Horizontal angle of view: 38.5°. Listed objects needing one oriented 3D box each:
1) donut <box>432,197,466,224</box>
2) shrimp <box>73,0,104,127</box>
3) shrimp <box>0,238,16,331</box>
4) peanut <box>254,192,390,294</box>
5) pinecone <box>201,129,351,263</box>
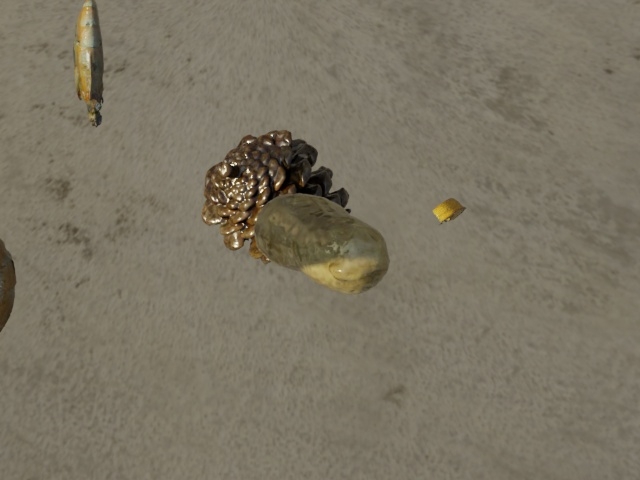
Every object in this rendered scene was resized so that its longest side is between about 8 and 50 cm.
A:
[{"bbox_3d":[0.238,-0.054,1.746,0.083,0.067,0.038,-30,81,-32],"label":"donut"},{"bbox_3d":[-0.475,-0.365,1.877,0.059,0.145,0.254,-3,106,-14],"label":"shrimp"},{"bbox_3d":[-0.472,0.108,1.125,0.152,0.063,0.287,31,68,-31],"label":"shrimp"},{"bbox_3d":[0.000,0.000,1.019,0.100,0.214,0.099,-8,107,-26],"label":"peanut"},{"bbox_3d":[-0.075,-0.070,1.648,0.244,0.244,0.309,-48,128,10],"label":"pinecone"}]
